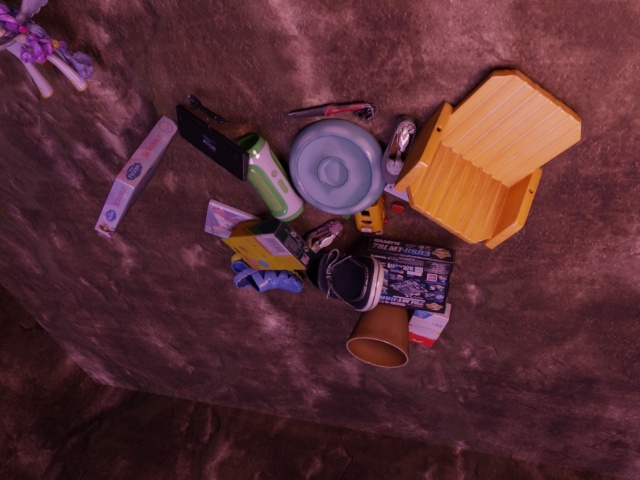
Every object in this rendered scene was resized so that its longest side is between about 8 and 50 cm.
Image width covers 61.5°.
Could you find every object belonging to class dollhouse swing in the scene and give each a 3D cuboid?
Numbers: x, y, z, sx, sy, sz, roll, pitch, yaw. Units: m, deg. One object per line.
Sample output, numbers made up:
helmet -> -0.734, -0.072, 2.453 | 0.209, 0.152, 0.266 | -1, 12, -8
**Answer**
dollhouse swing -> 0.450, -0.201, 1.405 | 0.347, 0.315, 0.305 | 31, 159, -13

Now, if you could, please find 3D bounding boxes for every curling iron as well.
curling iron -> 0.032, -0.366, 1.561 | 0.274, 0.035, 0.068 | 2, 137, 19

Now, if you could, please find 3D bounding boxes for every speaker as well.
speaker -> -0.167, -0.201, 1.761 | 0.131, 0.131, 0.296 | -10, 133, 30

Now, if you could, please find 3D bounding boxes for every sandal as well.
sandal -> -0.227, 0.160, 2.192 | 0.318, 0.138, 0.126 | 15, 138, 3

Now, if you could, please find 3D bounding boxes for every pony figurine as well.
pony figurine -> -0.827, -0.575, 1.519 | 0.351, 0.302, 0.363 | 3, 154, 32

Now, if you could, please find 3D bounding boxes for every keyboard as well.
keyboard -> -0.333, -0.330, 1.651 | 0.317, 0.033, 0.201 | 36, 144, 21

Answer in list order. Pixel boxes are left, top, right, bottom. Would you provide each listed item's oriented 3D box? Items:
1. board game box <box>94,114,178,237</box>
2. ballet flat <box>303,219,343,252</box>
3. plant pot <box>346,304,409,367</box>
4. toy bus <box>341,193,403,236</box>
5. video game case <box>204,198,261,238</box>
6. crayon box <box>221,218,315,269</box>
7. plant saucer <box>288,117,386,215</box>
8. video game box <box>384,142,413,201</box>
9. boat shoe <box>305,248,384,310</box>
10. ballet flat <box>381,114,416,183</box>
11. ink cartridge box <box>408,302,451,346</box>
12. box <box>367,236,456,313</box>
board game box -> -0.606, -0.209, 1.775 | 0.066, 0.318, 0.319 | 32, 138, -15
ballet flat -> 0.000, 0.000, 1.960 | 0.077, 0.079, 0.221 | 35, 138, -20
plant pot -> 0.247, 0.324, 2.088 | 0.237, 0.254, 0.237 | 14, 147, 9
toy bus -> 0.163, -0.074, 1.790 | 0.202, 0.104, 0.191 | 33, 139, -16
video game case -> -0.341, -0.060, 2.070 | 0.201, 0.023, 0.183 | 21, 140, -2
crayon box -> -0.198, 0.019, 1.991 | 0.319, 0.081, 0.202 | -3, 138, 44
plant saucer -> 0.045, -0.213, 1.649 | 0.318, 0.043, 0.317 | 9, 121, 15
video game box -> 0.324, -0.182, 1.648 | 0.205, 0.048, 0.187 | 25, 142, -7
boat shoe -> 0.073, 0.126, 1.843 | 0.156, 0.186, 0.500 | 10, -178, -19
ballet flat -> 0.221, -0.251, 1.540 | 0.072, 0.068, 0.213 | 8, 118, -7
ink cartridge box -> 0.423, 0.328, 2.168 | 0.134, 0.078, 0.231 | 17, 140, 3
box -> 0.310, 0.129, 1.902 | 0.296, 0.073, 0.293 | 8, 139, 13
